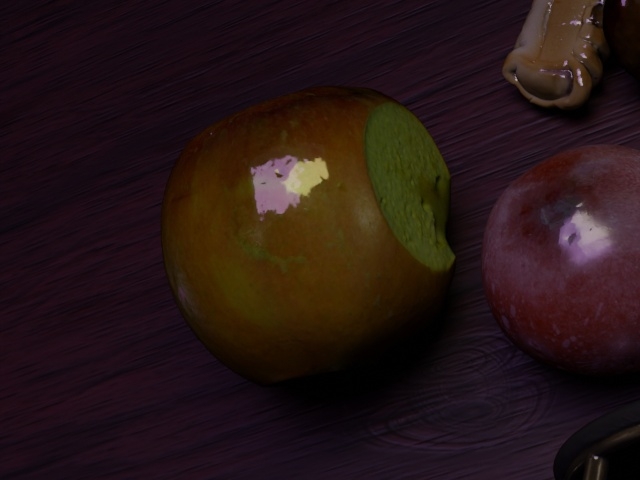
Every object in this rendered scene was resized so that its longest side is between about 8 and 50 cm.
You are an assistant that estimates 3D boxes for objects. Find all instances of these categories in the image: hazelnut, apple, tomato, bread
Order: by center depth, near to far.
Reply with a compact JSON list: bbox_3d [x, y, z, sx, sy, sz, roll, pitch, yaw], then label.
[{"bbox_3d":[0.308,0.018,1.397,0.270,0.227,0.270,-14,57,22],"label":"tomato"},{"bbox_3d":[0.443,-0.262,1.526,0.201,0.170,0.160,35,79,22],"label":"hazelnut"},{"bbox_3d":[0.000,0.000,1.528,0.384,0.374,0.374,-11,47,-28],"label":"apple"},{"bbox_3d":[0.332,-0.273,1.647,0.134,0.081,0.225,11,69,37],"label":"bread"}]

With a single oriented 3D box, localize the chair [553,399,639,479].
[{"bbox_3d":[0.376,0.370,1.091,0.362,0.364,0.410,-12,53,21],"label":"chair"}]
